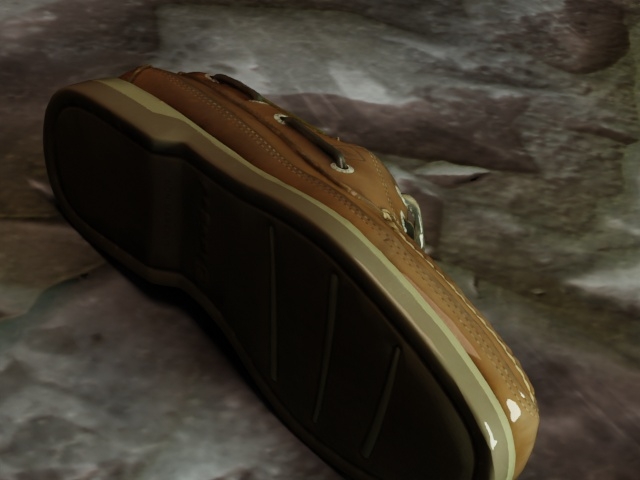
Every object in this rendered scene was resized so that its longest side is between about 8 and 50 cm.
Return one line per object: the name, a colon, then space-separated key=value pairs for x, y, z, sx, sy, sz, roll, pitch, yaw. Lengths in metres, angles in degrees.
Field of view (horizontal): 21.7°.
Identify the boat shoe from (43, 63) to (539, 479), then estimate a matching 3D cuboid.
boat shoe: x=0.000 y=0.000 z=0.754 sx=0.104 sy=0.111 sz=0.307 roll=-19 pitch=46 yaw=-37
